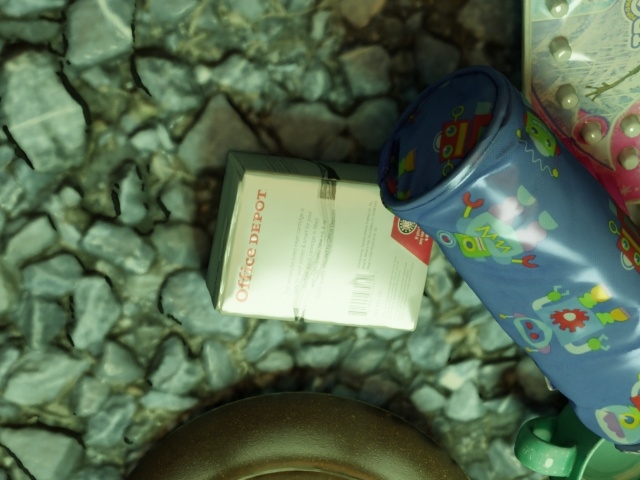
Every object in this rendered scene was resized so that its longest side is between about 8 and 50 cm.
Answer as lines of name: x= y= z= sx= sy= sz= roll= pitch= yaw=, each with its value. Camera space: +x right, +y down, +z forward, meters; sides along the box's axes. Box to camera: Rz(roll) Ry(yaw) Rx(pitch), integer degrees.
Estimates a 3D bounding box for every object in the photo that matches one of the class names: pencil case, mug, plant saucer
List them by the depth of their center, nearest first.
pencil case: x=0.161 y=0.018 z=1.274 sx=0.133 sy=0.119 sz=0.306 roll=-27 pitch=123 yaw=29
plant saucer: x=-0.017 y=0.268 z=1.378 sx=0.310 sy=0.050 sz=0.311 roll=0 pitch=105 yaw=0
mug: x=0.233 y=0.161 z=1.412 sx=0.129 sy=0.097 sz=0.158 roll=-40 pitch=114 yaw=3

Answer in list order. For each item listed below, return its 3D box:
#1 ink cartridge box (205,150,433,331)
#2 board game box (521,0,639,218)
ink cartridge box: x=0.000 y=0.000 z=1.311 sx=0.150 sy=0.063 sz=0.109 roll=6 pitch=108 yaw=-16
board game box: x=0.333 y=-0.183 z=1.253 sx=0.390 sy=0.050 sz=0.390 roll=-10 pitch=132 yaw=-6
